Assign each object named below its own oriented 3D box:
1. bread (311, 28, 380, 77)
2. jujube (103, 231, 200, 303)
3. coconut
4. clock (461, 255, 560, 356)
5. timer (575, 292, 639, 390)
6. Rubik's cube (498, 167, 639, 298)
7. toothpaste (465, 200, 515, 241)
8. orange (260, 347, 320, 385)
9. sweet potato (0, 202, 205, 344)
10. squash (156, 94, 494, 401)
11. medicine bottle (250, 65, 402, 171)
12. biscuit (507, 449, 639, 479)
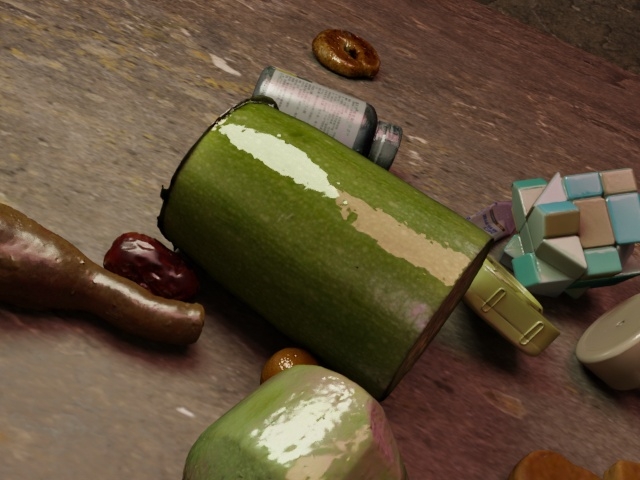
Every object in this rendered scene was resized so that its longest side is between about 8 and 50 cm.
[{"bbox_3d":[0.066,-0.485,1.652,0.193,0.064,0.193,16,43,-15],"label":"bread"},{"bbox_3d":[-0.220,0.039,0.833,0.129,0.077,0.077,28,36,-5],"label":"jujube"},{"bbox_3d":[-0.017,0.230,0.599,0.204,0.236,0.236,7,21,41],"label":"coconut"},{"bbox_3d":[0.281,0.080,1.017,0.170,0.069,0.232,39,14,-8],"label":"clock"},{"bbox_3d":[0.561,0.230,0.995,0.266,0.175,0.175,49,40,2],"label":"timer"},{"bbox_3d":[0.436,-0.012,1.132,0.213,0.265,0.224,-8,75,2],"label":"Rubik's cube"},{"bbox_3d":[0.320,-0.027,1.236,0.301,0.048,0.075,-22,60,-42],"label":"toothpaste"},{"bbox_3d":[-0.034,0.170,0.771,0.085,0.085,0.085,15,37,-12],"label":"orange"},{"bbox_3d":[-0.326,0.040,0.755,0.385,0.109,0.109,27,35,-15],"label":"sweet potato"},{"bbox_3d":[0.000,0.000,0.846,0.384,0.263,0.263,34,38,15],"label":"squash"},{"bbox_3d":[0.008,-0.222,1.225,0.293,0.141,0.141,20,37,-5],"label":"medicine bottle"},{"bbox_3d":[0.370,0.401,0.723,0.312,0.057,0.351,-1,45,-30],"label":"biscuit"}]
